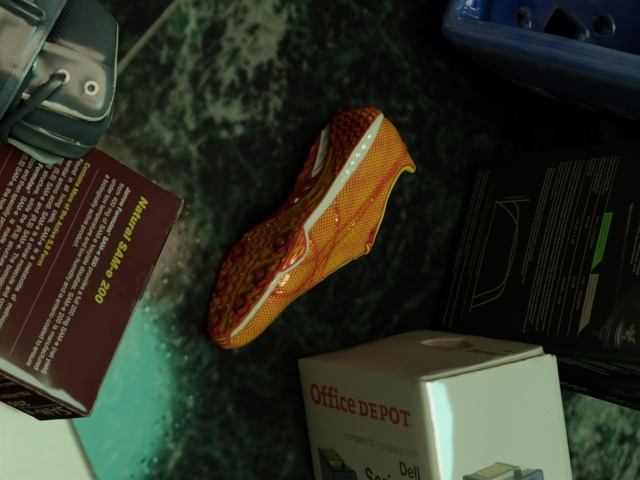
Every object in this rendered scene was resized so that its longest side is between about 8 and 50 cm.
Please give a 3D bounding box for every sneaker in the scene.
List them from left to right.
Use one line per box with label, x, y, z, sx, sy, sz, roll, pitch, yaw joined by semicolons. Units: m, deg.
sneaker;-0.183;-0.056;0.569;0.163;0.086;0.226;35;61;-20
sneaker;0.000;0.000;0.773;0.175;0.064;0.067;-51;121;-17

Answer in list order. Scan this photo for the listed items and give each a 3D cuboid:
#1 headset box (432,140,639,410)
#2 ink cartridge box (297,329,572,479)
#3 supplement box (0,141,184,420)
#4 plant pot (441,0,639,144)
headset box;0.253;0.038;0.785;0.246;0.283;0.131;19;80;-28
ink cartridge box;0.070;0.166;0.755;0.093;0.154;0.212;-8;94;-27
supplement box;-0.201;-0.019;0.648;0.239;0.073;0.130;33;65;-24
plant pot;0.254;-0.158;0.798;0.212;0.236;0.236;32;84;-41
